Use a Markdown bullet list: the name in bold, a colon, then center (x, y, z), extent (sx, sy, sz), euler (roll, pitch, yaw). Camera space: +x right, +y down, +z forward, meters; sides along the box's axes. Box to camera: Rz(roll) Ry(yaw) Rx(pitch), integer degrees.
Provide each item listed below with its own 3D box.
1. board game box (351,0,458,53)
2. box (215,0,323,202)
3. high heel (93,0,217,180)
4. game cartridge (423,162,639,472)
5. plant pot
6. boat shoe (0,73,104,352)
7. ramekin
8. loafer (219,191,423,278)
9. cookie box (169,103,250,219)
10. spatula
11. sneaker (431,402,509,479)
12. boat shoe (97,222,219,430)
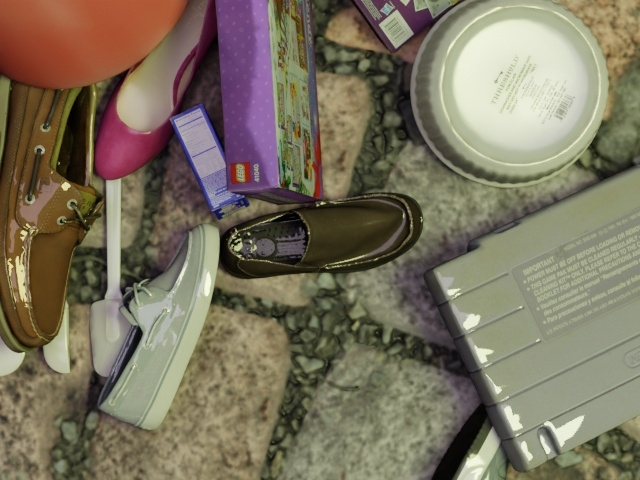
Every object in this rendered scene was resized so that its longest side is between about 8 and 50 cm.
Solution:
- **board game box**: center (0.059, -0.376, 1.498), extent (0.208, 0.056, 0.347), euler (-36, 126, 4)
- **box**: center (-0.052, -0.187, 1.519), extent (0.057, 0.201, 0.293), euler (-4, 86, 13)
- **high heel**: center (-0.168, -0.172, 1.568), extent (0.082, 0.117, 0.244), euler (38, 89, 4)
- **game cartridge**: center (0.304, 0.056, 1.524), extent (0.355, 0.068, 0.230), euler (-24, 81, -13)
- **plant pot**: center (-0.281, -0.309, 1.447), extent (0.275, 0.243, 0.275), euler (-4, 76, 15)
- **boat shoe**: center (-0.283, -0.040, 1.552), extent (0.104, 0.111, 0.307), euler (-5, 83, 15)
- **ramekin**: center (0.197, -0.157, 1.538), extent (0.207, 0.109, 0.207), euler (0, 93, 0)
- **loafer**: center (0.000, 0.000, 1.569), extent (0.220, 0.078, 0.080), euler (-13, 86, 3)
- **cookie box**: center (-0.115, -0.081, 1.574), extent (0.040, 0.092, 0.107), euler (-24, 85, -1)
- **spatula**: center (-0.277, 0.026, 1.618), extent (0.168, 0.019, 0.242), euler (-1, 83, 4)
- **sneaker**: center (0.185, 0.319, 1.522), extent (0.178, 0.124, 0.295), euler (26, 79, -4)
- **boat shoe**: center (-0.171, 0.084, 1.566), extent (0.081, 0.079, 0.227), euler (19, 91, -19)
